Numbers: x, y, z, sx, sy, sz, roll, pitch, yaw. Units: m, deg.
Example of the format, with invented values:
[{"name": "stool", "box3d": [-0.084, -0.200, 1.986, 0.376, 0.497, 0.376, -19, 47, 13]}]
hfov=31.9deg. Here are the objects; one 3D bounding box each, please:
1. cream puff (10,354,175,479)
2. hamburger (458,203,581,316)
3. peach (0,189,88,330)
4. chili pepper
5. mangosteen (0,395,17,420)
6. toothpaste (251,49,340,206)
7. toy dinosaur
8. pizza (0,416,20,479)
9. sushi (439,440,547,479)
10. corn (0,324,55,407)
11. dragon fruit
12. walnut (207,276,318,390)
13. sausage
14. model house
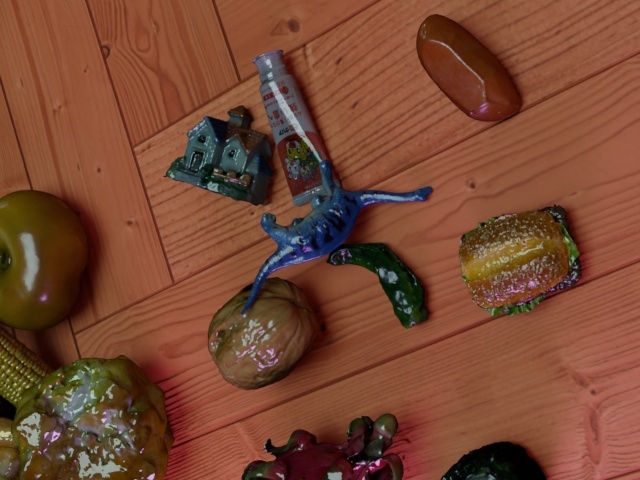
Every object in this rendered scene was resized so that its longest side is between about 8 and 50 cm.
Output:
[{"name": "cream puff", "box3d": [-0.369, 0.317, 1.840, 0.281, 0.185, 0.282, 0, 95, 3]}, {"name": "hamburger", "box3d": [0.262, 0.028, 1.494, 0.166, 0.087, 0.137, -20, 80, 31]}, {"name": "peach", "box3d": [-0.512, 0.034, 1.961, 0.251, 0.153, 0.251, -9, 78, 47]}, {"name": "chili pepper", "box3d": [0.090, 0.051, 1.627, 0.182, 0.050, 0.073, 41, 117, 28]}, {"name": "mangosteen", "box3d": [-0.606, 0.313, 2.037, 0.156, 0.181, 0.146, 18, 56, 15]}, {"name": "toothpaste", "box3d": [-0.042, -0.174, 1.716, 0.089, 0.057, 0.234, -20, 90, 32]}, {"name": "toy dinosaur", "box3d": [-0.004, -0.025, 1.648, 0.329, 0.076, 0.144, -32, 50, -2]}, {"name": "pizza", "box3d": [-0.584, 0.409, 1.959, 0.280, 0.288, 0.075, -12, 39, 21]}, {"name": "sushi", "box3d": [0.201, 0.372, 1.510, 0.124, 0.127, 0.225, 45, 114, 24]}, {"name": "corn", "box3d": [-0.547, 0.211, 1.942, 0.093, 0.093, 0.244, -33, 113, 28]}, {"name": "dragon fruit", "box3d": [0.013, 0.367, 1.607, 0.272, 0.198, 0.218, -21, 48, 9]}, {"name": "walnut", "box3d": [-0.091, 0.145, 1.686, 0.184, 0.155, 0.155, -38, 70, 29]}, {"name": "sausage", "box3d": [0.198, -0.234, 1.540, 0.179, 0.089, 0.089, 48, 114, 13]}, {"name": "model house", "box3d": [-0.144, -0.143, 1.747, 0.148, 0.119, 0.149, 16, 91, 32]}]
